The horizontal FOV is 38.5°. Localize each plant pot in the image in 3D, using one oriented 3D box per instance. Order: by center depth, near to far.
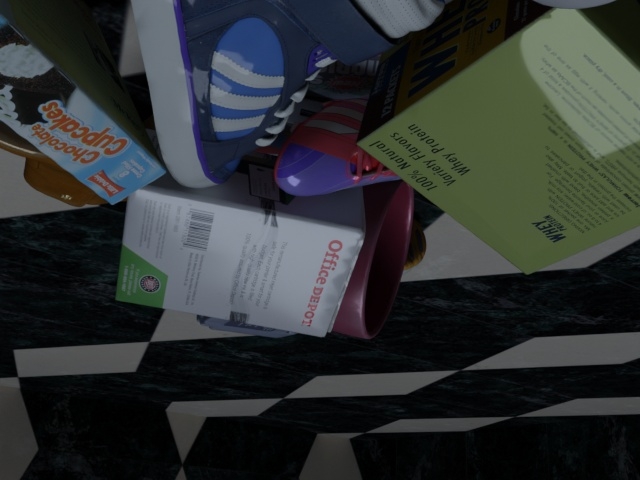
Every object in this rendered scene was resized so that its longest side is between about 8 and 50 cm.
[{"bbox_3d":[0.000,0.000,1.098,0.180,0.201,0.201,14,164,16],"label":"plant pot"}]

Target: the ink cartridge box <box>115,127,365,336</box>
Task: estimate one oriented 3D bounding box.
[{"bbox_3d":[-0.080,-0.003,0.901,0.220,0.092,0.160,11,132,-9],"label":"ink cartridge box"}]

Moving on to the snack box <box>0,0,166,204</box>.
[{"bbox_3d":[-0.225,-0.166,0.622,0.060,0.187,0.322,-30,155,4],"label":"snack box"}]

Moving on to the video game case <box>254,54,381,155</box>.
[{"bbox_3d":[-0.029,-0.150,0.892,0.204,0.025,0.285,3,161,-2],"label":"video game case"}]

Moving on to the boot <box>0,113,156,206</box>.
[{"bbox_3d":[-0.286,-0.098,0.953,0.295,0.104,0.211,12,160,-31],"label":"boot"}]

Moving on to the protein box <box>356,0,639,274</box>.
[{"bbox_3d":[0.176,-0.109,0.700,0.200,0.135,0.201,35,139,-23],"label":"protein box"}]

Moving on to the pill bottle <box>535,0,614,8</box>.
[{"bbox_3d":[0.105,-0.228,0.467,0.131,0.131,0.229,-12,156,34],"label":"pill bottle"}]

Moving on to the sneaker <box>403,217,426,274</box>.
[{"bbox_3d":[-0.010,0.022,1.252,0.297,0.111,0.131,5,161,-7],"label":"sneaker"}]

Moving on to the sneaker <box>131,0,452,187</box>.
[{"bbox_3d":[-0.008,-0.148,0.695,0.237,0.130,0.322,-3,151,-1],"label":"sneaker"}]

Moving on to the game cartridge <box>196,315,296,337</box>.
[{"bbox_3d":[-0.080,0.114,1.611,0.196,0.060,0.294,14,158,-22],"label":"game cartridge"}]

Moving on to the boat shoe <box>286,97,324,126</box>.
[{"bbox_3d":[-0.012,-0.120,0.895,0.100,0.035,0.035,11,-174,-34],"label":"boat shoe"}]

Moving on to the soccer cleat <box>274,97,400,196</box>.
[{"bbox_3d":[0.067,-0.084,0.836,0.248,0.083,0.095,-19,-138,-42],"label":"soccer cleat"}]
